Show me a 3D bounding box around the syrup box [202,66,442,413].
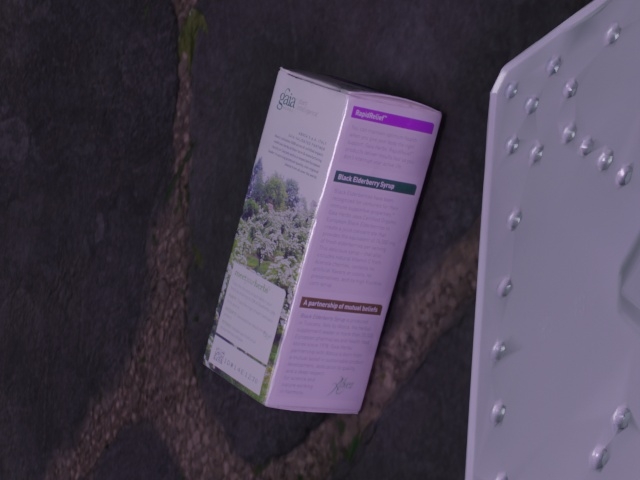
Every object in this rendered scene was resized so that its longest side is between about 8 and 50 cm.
[{"bbox_3d":[0.000,0.000,1.064,0.093,0.096,0.237,26,103,51],"label":"syrup box"}]

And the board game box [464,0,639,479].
[{"bbox_3d":[0.205,0.010,0.679,0.390,0.050,0.390,-34,42,53],"label":"board game box"}]
